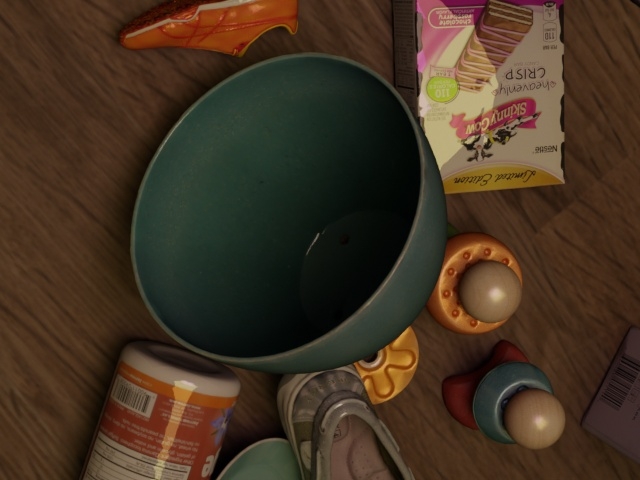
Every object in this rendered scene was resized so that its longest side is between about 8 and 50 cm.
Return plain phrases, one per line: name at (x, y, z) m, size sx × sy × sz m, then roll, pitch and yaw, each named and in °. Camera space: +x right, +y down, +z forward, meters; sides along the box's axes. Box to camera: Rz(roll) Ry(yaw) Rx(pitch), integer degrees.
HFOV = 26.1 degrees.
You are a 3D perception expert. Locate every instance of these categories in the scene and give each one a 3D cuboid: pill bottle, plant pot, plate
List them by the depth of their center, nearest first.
plant pot at (0.000, 0.000, 1.274) m, size 0.290 × 0.290 × 0.195 m, roll -54°, pitch 145°, yaw -1°
pill bottle at (-0.164, 0.214, 1.322) m, size 0.121 × 0.121 × 0.216 m, roll 17°, pitch 95°, yaw -18°
plate at (-0.073, 0.284, 1.372) m, size 0.188 × 0.024 × 0.188 m, roll -21°, pitch 118°, yaw -47°

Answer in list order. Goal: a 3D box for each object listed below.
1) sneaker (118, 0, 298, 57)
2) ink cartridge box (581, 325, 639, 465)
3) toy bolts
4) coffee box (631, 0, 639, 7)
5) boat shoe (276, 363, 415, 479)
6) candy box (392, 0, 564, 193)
sneaker at (-0.102, -0.198, 1.296) m, size 0.175 × 0.064 × 0.067 m, roll -13°, pitch 113°, yaw -10°
ink cartridge box at (0.476, 0.235, 1.429) m, size 0.309 × 0.272 × 0.130 m, roll 27°, pitch 92°, yaw -19°
toy bolts at (0.139, 0.126, 1.371) m, size 0.218 × 0.158 × 0.228 m, roll -39°, pitch 108°, yaw -6°
coffee box at (0.259, -0.434, 1.165) m, size 0.338 × 0.337 × 0.334 m, roll 38°, pitch 104°, yaw -14°
boat shoe at (0.044, 0.257, 1.375) m, size 0.118 × 0.103 × 0.320 m, roll -22°, pitch 122°, yaw -10°
candy box at (0.157, -0.167, 1.369) m, size 0.159 × 0.071 × 0.233 m, roll -6°, pitch 102°, yaw -15°
